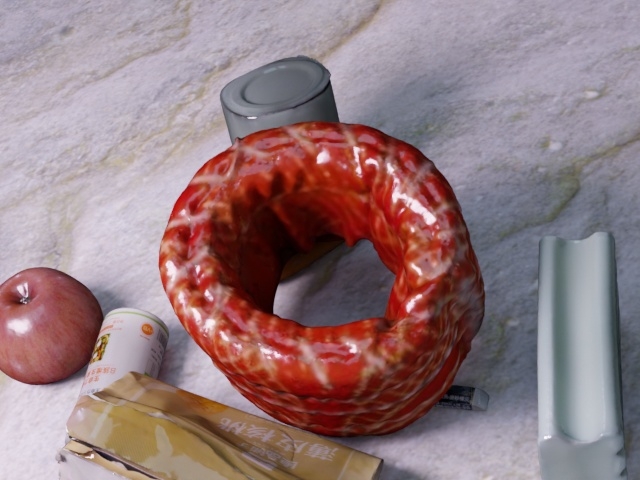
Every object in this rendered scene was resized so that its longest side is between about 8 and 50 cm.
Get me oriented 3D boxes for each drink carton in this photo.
[{"bbox_3d":[-0.047,-0.121,1.633,0.185,0.190,0.191,-24,34,-8],"label":"drink carton"}]

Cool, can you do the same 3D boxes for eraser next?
[{"bbox_3d":[0.145,0.180,1.447,0.099,0.019,0.027,4,51,20],"label":"eraser"}]

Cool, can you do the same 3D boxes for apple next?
[{"bbox_3d":[-0.357,0.105,1.588,0.153,0.120,0.153,-9,47,10],"label":"apple"}]

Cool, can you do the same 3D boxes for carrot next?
[{"bbox_3d":[0.000,0.000,1.636,0.216,0.048,0.048,-27,48,-14],"label":"carrot"}]

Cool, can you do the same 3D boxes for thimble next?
[{"bbox_3d":[0.011,0.040,1.411,0.350,0.230,0.350,-4,63,8],"label":"thimble"}]

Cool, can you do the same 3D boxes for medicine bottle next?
[{"bbox_3d":[-0.245,0.176,1.517,0.086,0.086,0.183,-1,48,15],"label":"medicine bottle"}]

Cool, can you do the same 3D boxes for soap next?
[{"bbox_3d":[0.282,0.140,1.348,0.087,0.160,0.265,-4,49,14],"label":"soap"}]

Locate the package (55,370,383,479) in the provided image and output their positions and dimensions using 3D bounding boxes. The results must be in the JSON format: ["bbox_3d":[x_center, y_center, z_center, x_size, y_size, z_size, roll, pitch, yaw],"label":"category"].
[{"bbox_3d":[-0.110,0.250,1.313,0.311,0.165,0.221,20,57,12],"label":"package"}]
